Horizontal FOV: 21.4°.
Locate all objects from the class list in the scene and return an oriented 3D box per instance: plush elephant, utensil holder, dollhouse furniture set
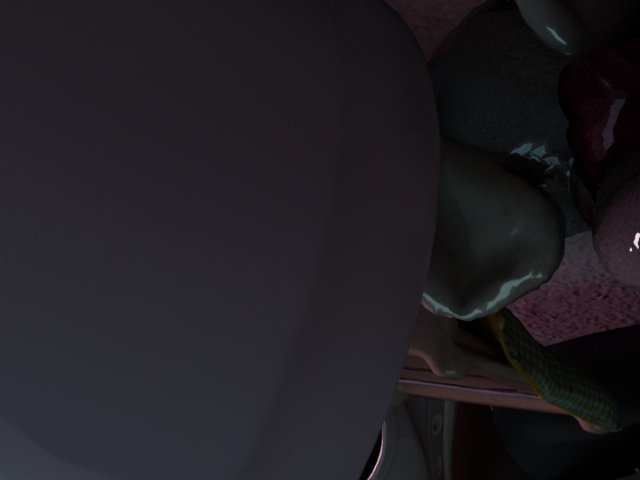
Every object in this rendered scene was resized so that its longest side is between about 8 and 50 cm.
[{"bbox_3d":[0.156,-0.064,0.721,0.255,0.272,0.330,34,126,23],"label":"plush elephant"},{"bbox_3d":[-0.207,-0.026,0.614,0.385,0.328,0.327,25,148,-26],"label":"utensil holder"},{"bbox_3d":[0.000,0.000,0.903,0.301,0.151,0.197,4,168,33],"label":"dollhouse furniture set"}]

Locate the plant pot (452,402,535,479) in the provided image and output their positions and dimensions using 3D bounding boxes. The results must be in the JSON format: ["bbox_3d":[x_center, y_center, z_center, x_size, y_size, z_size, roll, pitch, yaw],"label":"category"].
[{"bbox_3d":[0.127,0.232,1.313,0.215,0.230,0.215,4,154,2],"label":"plant pot"}]

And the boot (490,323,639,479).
[{"bbox_3d":[0.296,0.057,1.046,0.445,0.146,0.367,-11,148,39],"label":"boot"}]

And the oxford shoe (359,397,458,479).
[{"bbox_3d":[0.024,0.211,1.139,0.169,0.130,0.449,11,121,32],"label":"oxford shoe"}]

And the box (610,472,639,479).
[{"bbox_3d":[0.259,0.196,1.154,0.186,0.038,0.145,13,158,-25],"label":"box"}]
